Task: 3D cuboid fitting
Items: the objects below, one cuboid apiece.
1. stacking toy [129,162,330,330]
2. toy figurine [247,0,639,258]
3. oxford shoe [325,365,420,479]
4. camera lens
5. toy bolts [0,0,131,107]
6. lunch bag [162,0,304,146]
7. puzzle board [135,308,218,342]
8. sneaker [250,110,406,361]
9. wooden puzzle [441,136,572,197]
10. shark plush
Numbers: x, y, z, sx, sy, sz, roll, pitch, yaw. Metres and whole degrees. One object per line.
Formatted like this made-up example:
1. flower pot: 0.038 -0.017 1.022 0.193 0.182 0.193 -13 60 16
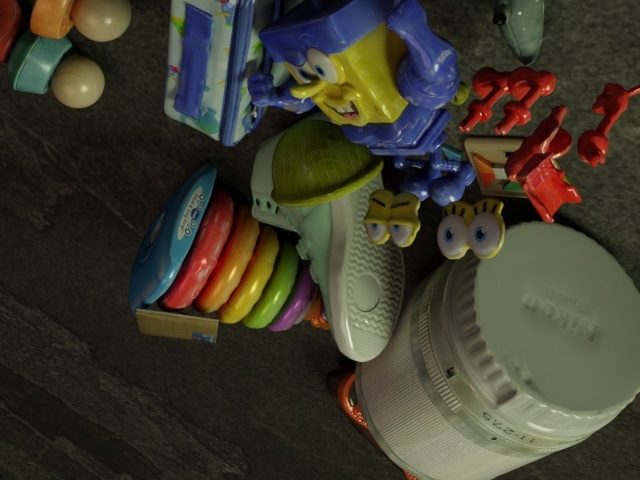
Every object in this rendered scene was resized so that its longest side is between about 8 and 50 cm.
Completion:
1. stacking toy: -0.067 0.053 1.195 0.301 0.175 0.166 27 152 -16
2. toy figurine: 0.040 -0.140 0.745 0.217 0.191 0.362 52 162 -24
3. oxford shoe: 0.114 0.270 1.390 0.271 0.097 0.098 49 163 -18
4. camera lens: 0.176 0.125 1.012 0.219 0.219 0.274 34 146 -5
5. toy bolts: -0.305 -0.193 1.012 0.158 0.218 0.228 30 165 -9
6. lunch bag: -0.061 -0.194 0.817 0.090 0.176 0.219 27 146 6
7. puzzle board: -0.172 0.102 1.178 0.096 0.011 0.128 7 163 -5
8. sneaker: 0.000 -0.001 1.014 0.151 0.094 0.256 -11 84 47
9. wooden puzzle: 0.178 -0.069 0.943 0.116 0.014 0.078 1 136 38
10. shark plush: 0.145 -0.185 0.719 0.073 0.067 0.161 12 176 16
